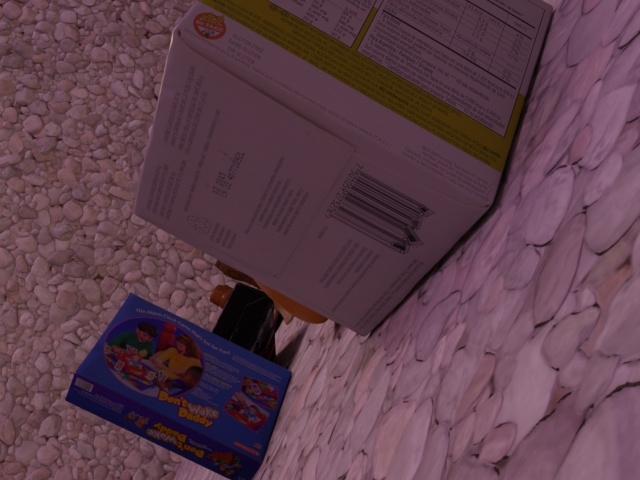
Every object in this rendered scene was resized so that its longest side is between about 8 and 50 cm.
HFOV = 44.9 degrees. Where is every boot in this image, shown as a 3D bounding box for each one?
[{"bbox_3d":[-0.224,0.192,2.348,0.109,0.220,0.283,-63,5,-8],"label":"boot"}]

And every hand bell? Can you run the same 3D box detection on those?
[{"bbox_3d":[-0.165,0.111,2.030,0.126,0.242,0.126,-62,4,8],"label":"hand bell"}]

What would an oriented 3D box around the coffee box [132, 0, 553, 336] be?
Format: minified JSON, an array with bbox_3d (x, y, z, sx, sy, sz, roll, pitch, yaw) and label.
[{"bbox_3d":[0.019,-0.154,0.928,0.334,0.338,0.338,-65,6,-34],"label":"coffee box"}]

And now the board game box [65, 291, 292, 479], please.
[{"bbox_3d":[-0.244,0.262,1.404,0.078,0.347,0.233,-60,5,34],"label":"board game box"}]

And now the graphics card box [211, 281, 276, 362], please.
[{"bbox_3d":[-0.184,0.276,1.727,0.371,0.094,0.233,93,-160,-60],"label":"graphics card box"}]

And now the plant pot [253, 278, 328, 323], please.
[{"bbox_3d":[0.000,0.000,1.278,0.188,0.205,0.205,-45,10,18],"label":"plant pot"}]
